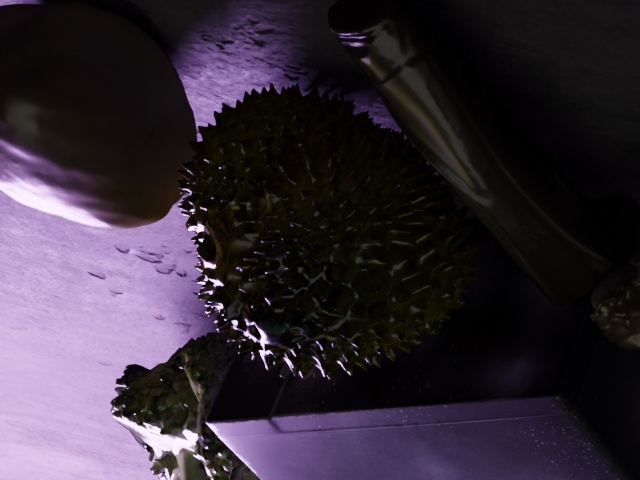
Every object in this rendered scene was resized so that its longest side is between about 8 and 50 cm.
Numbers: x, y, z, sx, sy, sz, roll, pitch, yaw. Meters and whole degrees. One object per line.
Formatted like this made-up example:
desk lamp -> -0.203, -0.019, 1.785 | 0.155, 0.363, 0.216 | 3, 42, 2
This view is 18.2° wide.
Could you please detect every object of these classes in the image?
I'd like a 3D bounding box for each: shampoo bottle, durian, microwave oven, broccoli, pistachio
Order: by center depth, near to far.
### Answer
shampoo bottle -> 0.133, -0.087, 1.719 | 0.084, 0.126, 0.350 | -33, 126, 17
pistachio -> -0.226, -0.122, 1.813 | 0.166, 0.197, 0.288 | 50, -171, 35
durian -> -0.002, 0.003, 1.815 | 0.291, 0.225, 0.291 | 19, 146, 13
microwave oven -> 0.170, 0.172, 2.007 | 0.432, 0.236, 0.374 | -7, 135, 39
broccoli -> -0.090, 0.240, 2.322 | 0.277, 0.317, 0.338 | 17, -164, -31

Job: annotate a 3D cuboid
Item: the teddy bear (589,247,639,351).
teddy bear -> 0.381, 0.006, 1.704 | 0.267, 0.156, 0.256 | -11, 132, -17
